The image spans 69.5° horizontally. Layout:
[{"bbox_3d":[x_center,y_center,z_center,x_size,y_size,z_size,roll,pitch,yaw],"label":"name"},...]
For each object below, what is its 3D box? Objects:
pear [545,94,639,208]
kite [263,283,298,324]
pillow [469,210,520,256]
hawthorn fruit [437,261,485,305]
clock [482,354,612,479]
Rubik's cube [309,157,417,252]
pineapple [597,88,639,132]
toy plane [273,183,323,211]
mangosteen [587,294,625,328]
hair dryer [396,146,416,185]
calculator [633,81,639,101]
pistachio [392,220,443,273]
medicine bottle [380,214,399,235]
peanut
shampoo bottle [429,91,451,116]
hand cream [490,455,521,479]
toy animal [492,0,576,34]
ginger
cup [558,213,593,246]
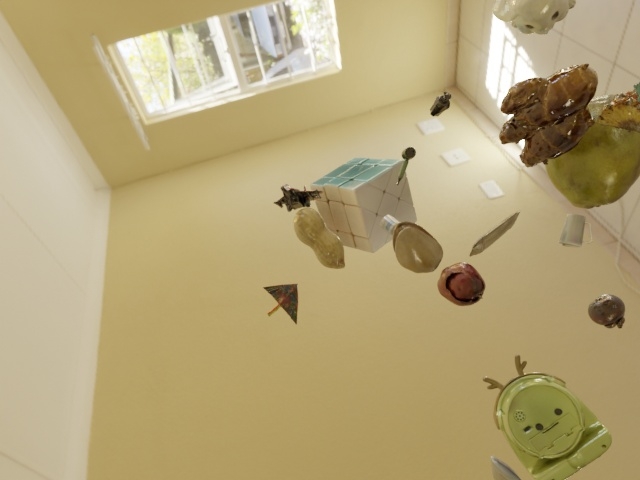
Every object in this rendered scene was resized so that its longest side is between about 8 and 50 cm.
[{"bbox_3d":[1.021,-0.329,1.739,0.352,0.352,0.413,165,110,-86],"label":"pear"},{"bbox_3d":[-0.130,0.208,1.597,0.190,0.159,0.010,43,-167,26],"label":"kite"},{"bbox_3d":[0.633,-0.025,1.675,0.038,0.233,0.130,50,172,27],"label":"pillow"},{"bbox_3d":[0.475,0.152,1.532,0.172,0.148,0.148,51,160,51],"label":"hawthorn fruit"},{"bbox_3d":[0.590,0.472,1.252,0.308,0.235,0.096,53,-174,14],"label":"clock"},{"bbox_3d":[0.197,-0.171,2.093,0.316,0.322,0.318,17,133,51],"label":"Rubik's cube"},{"bbox_3d":[0.959,-0.403,1.405,0.135,0.079,0.233,46,173,-37],"label":"pineapple"},{"bbox_3d":[-0.064,-0.104,1.117,0.189,0.130,0.061,-16,-86,-78],"label":"toy plane"},{"bbox_3d":[1.106,0.278,1.769,0.140,0.140,0.140,163,90,-86],"label":"mangosteen"},{"bbox_3d":[0.313,-0.279,1.742,0.071,0.047,0.150,-54,-15,-85],"label":"hair dryer"},{"bbox_3d":[0.887,-0.413,1.190,0.094,0.141,0.019,61,-160,-12],"label":"calculator"},{"bbox_3d":[0.270,0.021,1.303,0.185,0.124,0.124,51,-170,-35],"label":"pistachio"},{"bbox_3d":[0.250,-0.045,1.581,0.089,0.052,0.052,45,160,36],"label":"medicine bottle"},{"bbox_3d":[0.000,0.000,1.122,0.187,0.082,0.082,48,-176,-18],"label":"peanut"},{"bbox_3d":[0.352,-0.397,1.352,0.048,0.027,0.137,41,176,0],"label":"shampoo bottle"},{"bbox_3d":[0.453,0.575,1.144,0.079,0.048,0.255,30,164,29],"label":"hand cream"},{"bbox_3d":[0.684,-0.756,1.424,0.174,0.249,0.289,55,-166,-22],"label":"toy animal"},{"bbox_3d":[0.731,-0.392,1.497,0.357,0.275,0.152,68,-163,-48],"label":"ginger"},{"bbox_3d":[0.917,-0.030,1.644,0.074,0.104,0.116,11,-87,-52],"label":"cup"}]
